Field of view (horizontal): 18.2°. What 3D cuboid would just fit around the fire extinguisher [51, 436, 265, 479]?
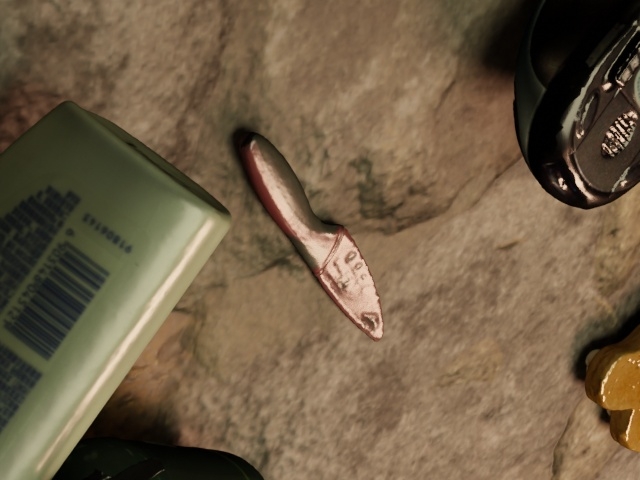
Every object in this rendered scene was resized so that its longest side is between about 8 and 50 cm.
[{"bbox_3d":[-0.106,0.161,1.140,0.118,0.093,0.294,-35,166,7],"label":"fire extinguisher"}]

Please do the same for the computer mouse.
[{"bbox_3d":[0.201,-0.134,1.313,0.233,0.096,0.137,-54,146,-6],"label":"computer mouse"}]

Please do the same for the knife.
[{"bbox_3d":[0.000,0.000,1.275,0.035,0.018,0.247,-49,144,-11],"label":"knife"}]

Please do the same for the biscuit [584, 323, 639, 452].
[{"bbox_3d":[0.307,0.064,1.610,0.240,0.035,0.158,-42,142,-13],"label":"biscuit"}]

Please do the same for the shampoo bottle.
[{"bbox_3d":[-0.201,0.095,1.049,0.359,0.134,0.078,-54,164,4],"label":"shampoo bottle"}]
